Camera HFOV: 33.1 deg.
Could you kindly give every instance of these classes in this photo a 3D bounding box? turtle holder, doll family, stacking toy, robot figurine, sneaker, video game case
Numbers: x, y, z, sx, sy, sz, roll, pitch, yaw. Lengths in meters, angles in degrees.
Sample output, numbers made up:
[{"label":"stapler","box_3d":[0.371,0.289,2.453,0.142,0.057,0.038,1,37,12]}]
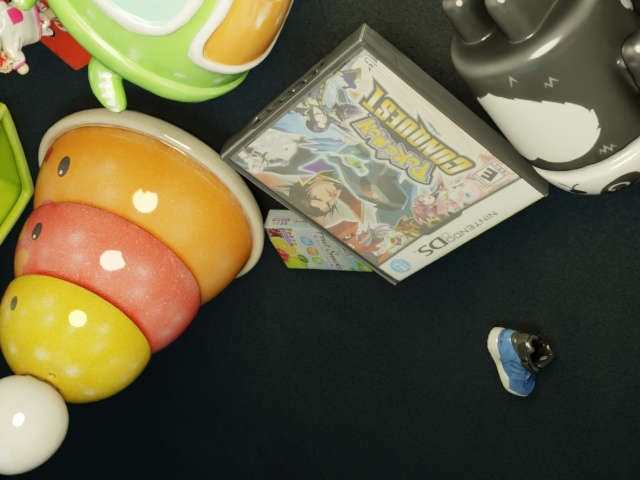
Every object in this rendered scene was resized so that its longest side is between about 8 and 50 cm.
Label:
[{"label":"turtle holder","box_3d":[-0.149,-0.303,1.045,0.243,0.320,0.227,3,147,-41]},{"label":"doll family","box_3d":[-0.379,-0.300,1.125,0.118,0.163,0.263,10,128,29]},{"label":"stacking toy","box_3d":[-0.309,0.092,1.433,0.350,0.480,0.351,16,144,12]},{"label":"robot figurine","box_3d":[0.235,-0.166,1.045,0.173,0.209,0.278,-34,124,17]},{"label":"sneaker","box_3d":[0.317,0.190,1.633,0.084,0.058,0.152,5,139,38]},{"label":"video game case","box_3d":[0.067,-0.080,1.184,0.275,0.035,0.248,35,136,-22]}]

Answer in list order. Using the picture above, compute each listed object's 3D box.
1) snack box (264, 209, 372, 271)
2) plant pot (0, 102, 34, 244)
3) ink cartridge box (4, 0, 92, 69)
[{"label":"snack box","box_3d":[0.000,0.000,1.547,0.141,0.037,0.100,2,144,27]},{"label":"plant pot","box_3d":[-0.581,-0.087,1.577,0.207,0.227,0.228,21,148,10]},{"label":"ink cartridge box","box_3d":[-0.308,-0.282,1.290,0.232,0.066,0.189,-20,130,40]}]
